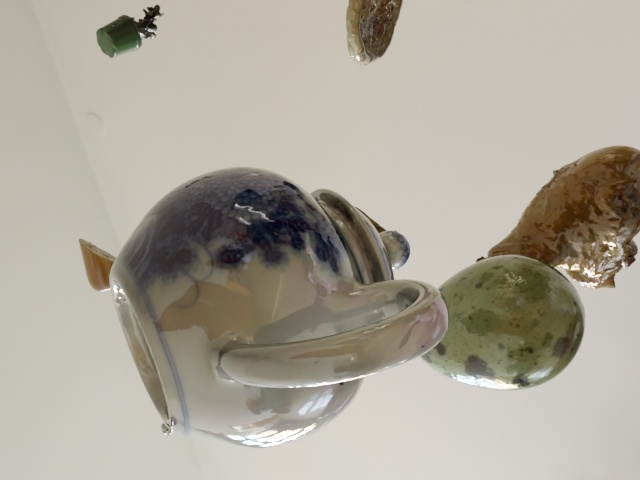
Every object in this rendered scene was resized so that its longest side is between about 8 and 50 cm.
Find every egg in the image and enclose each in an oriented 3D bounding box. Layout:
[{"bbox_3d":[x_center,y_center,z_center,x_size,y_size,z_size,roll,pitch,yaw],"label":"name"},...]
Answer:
[{"bbox_3d":[0.231,0.112,0.952,0.177,0.228,0.177,-14,-90,-75],"label":"egg"}]

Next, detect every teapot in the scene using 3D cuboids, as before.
[{"bbox_3d":[-0.035,0.049,0.663,0.280,0.424,0.252,-20,-78,-22],"label":"teapot"}]

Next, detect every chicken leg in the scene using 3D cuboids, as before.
[{"bbox_3d":[0.458,0.018,1.346,0.409,0.182,0.295,-35,-52,6],"label":"chicken leg"}]

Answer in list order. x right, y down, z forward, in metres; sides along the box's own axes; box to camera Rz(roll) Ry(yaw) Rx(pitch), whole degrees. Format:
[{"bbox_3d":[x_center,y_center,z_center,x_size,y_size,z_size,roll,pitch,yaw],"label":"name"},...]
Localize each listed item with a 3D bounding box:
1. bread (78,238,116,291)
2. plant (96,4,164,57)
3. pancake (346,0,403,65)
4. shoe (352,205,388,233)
[{"bbox_3d":[-0.393,0.042,1.295,0.049,0.062,0.103,-109,12,-64],"label":"bread"},{"bbox_3d":[-0.253,-0.287,0.981,0.102,0.051,0.051,-39,-47,-32],"label":"plant"},{"bbox_3d":[0.077,-0.313,0.988,0.151,0.025,0.151,-44,-37,-46],"label":"pancake"},{"bbox_3d":[0.059,-0.006,1.163,0.069,0.109,0.072,99,-170,-56],"label":"shoe"}]
